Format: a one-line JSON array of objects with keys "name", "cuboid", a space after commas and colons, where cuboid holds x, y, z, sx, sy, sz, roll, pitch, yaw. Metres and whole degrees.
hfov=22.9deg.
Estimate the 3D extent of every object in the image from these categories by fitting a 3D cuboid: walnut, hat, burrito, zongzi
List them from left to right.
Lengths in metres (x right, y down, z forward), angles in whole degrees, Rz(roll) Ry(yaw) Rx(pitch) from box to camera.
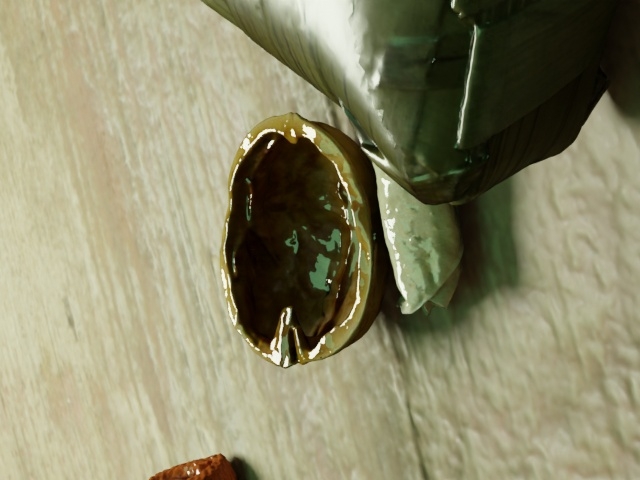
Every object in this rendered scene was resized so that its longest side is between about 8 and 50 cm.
[{"name": "hat", "cuboid": [-0.116, 0.297, 1.528, 0.093, 0.112, 0.162, -162, 51, -78]}, {"name": "walnut", "cuboid": [0.002, -0.002, 1.288, 0.167, 0.087, 0.211, 17, 108, 41]}, {"name": "zongzi", "cuboid": [0.023, -0.336, 1.045, 0.500, 0.218, 0.467, 40, 132, 35]}, {"name": "burrito", "cuboid": [0.069, -0.051, 1.205, 0.060, 0.087, 0.226, -10, 97, 9]}]
